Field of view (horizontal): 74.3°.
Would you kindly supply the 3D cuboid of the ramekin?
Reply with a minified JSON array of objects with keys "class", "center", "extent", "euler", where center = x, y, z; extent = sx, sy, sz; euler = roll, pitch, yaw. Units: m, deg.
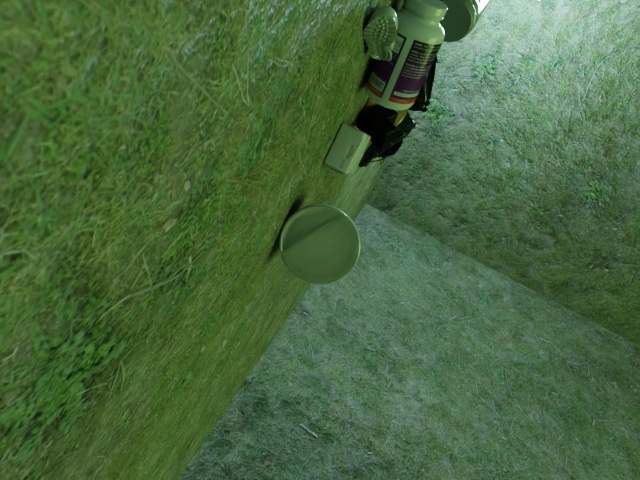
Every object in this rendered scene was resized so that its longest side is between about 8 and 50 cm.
[{"class":"ramekin","center":[0.000,0.000,1.437],"extent":[0.127,0.273,0.273],"euler":[-81,-163,-73]}]

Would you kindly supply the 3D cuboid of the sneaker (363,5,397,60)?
[{"class":"sneaker","center":[0.169,-0.578,1.146],"extent":[0.235,0.090,0.095],"euler":[-11,116,-86]}]

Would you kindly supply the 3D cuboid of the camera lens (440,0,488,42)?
[{"class":"camera lens","center":[0.649,-1.093,1.984],"extent":[0.274,0.219,0.219],"euler":[-58,172,-30]}]

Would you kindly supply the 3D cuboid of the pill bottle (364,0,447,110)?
[{"class":"pill bottle","center":[0.274,-0.598,1.351],"extent":[0.181,0.181,0.323],"euler":[-55,171,-46]}]

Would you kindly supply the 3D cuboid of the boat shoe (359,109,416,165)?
[{"class":"boat shoe","center":[0.287,-0.452,1.970],"extent":[0.187,0.156,0.500],"euler":[-57,-176,-21]}]

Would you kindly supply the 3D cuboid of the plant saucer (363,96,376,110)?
[{"class":"plant saucer","center":[0.233,-0.582,1.720],"extent":[0.200,0.037,0.200],"euler":[-60,174,-11]}]

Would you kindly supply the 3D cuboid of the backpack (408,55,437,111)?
[{"class":"backpack","center":[0.392,-0.691,1.762],"extent":[0.225,0.191,0.253],"euler":[-7,113,-80]}]

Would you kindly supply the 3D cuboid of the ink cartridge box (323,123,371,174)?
[{"class":"ink cartridge box","center":[0.103,-0.329,1.538],"extent":[0.158,0.092,0.218],"euler":[-64,175,15]}]

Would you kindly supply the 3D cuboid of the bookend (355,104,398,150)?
[{"class":"bookend","center":[0.249,-0.452,1.652],"extent":[0.157,0.156,0.072],"euler":[-30,158,-28]}]
